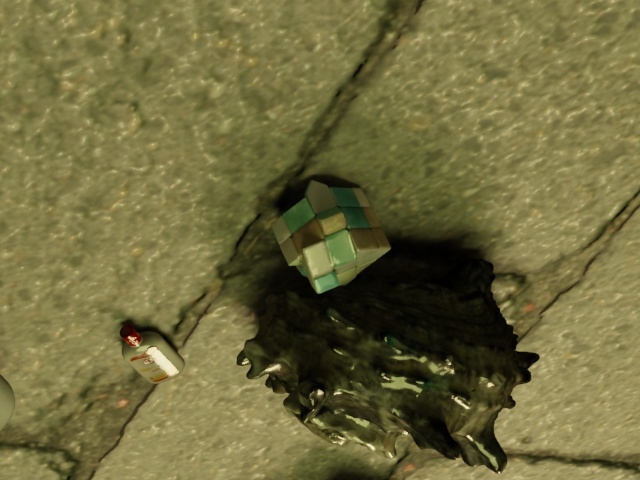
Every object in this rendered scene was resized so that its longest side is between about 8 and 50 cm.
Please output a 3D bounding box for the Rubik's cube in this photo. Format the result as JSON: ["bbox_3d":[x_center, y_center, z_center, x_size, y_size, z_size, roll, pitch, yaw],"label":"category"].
[{"bbox_3d":[0.002,0.000,1.492,0.073,0.075,0.084,1,131,-53],"label":"Rubik's cube"}]

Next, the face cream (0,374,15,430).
[{"bbox_3d":[-0.361,0.092,1.480,0.144,0.071,0.291,-20,144,5],"label":"face cream"}]

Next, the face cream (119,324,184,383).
[{"bbox_3d":[-0.152,0.098,1.615,0.040,0.021,0.083,-25,144,10],"label":"face cream"}]

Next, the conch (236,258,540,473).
[{"bbox_3d":[0.058,0.117,1.606,0.240,0.186,0.313,-7,178,42],"label":"conch"}]
